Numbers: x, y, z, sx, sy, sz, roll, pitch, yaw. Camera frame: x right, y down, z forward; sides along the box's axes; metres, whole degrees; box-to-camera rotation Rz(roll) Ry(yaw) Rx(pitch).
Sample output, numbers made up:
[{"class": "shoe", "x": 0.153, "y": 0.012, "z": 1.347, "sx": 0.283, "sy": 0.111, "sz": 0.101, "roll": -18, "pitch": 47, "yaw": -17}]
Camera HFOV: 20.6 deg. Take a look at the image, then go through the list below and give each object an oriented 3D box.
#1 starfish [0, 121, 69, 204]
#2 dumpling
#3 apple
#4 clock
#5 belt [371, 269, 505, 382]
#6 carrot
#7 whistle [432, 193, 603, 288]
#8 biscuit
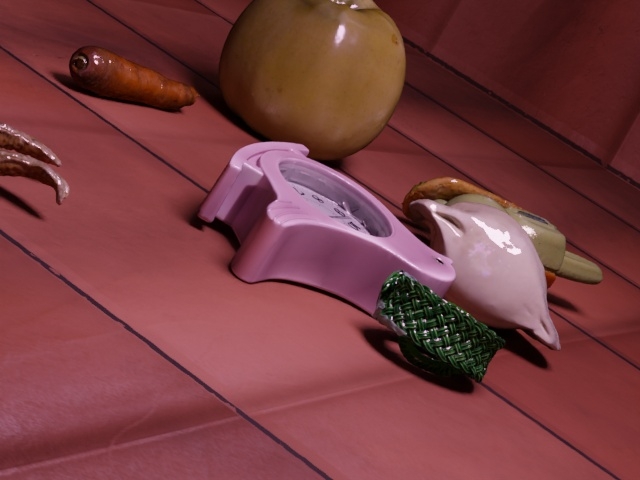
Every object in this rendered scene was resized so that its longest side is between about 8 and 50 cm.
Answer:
[{"class": "starfish", "x": -0.394, "y": -0.137, "z": 1.660, "sx": 0.327, "sy": 0.094, "sz": 0.375, "roll": 48, "pitch": 15, "yaw": 26}, {"class": "dumpling", "x": 0.207, "y": 0.041, "z": 2.171, "sx": 0.252, "sy": 0.131, "sz": 0.179, "roll": 42, "pitch": -7, "yaw": 6}, {"class": "apple", "x": -0.012, "y": -0.244, "z": 2.511, "sx": 0.262, "sy": 0.262, "sz": 0.262, "roll": 27, "pitch": 14, "yaw": -7}, {"class": "clock", "x": 0.000, "y": 0.000, "z": 1.952, "sx": 0.275, "sy": 0.080, "sz": 0.290, "roll": 37, "pitch": 20, "yaw": 15}, {"class": "belt", "x": 0.120, "y": 0.099, "z": 1.890, "sx": 0.151, "sy": 0.079, "sz": 0.121, "roll": 34, "pitch": 0, "yaw": -30}, {"class": "carrot", "x": -0.238, "y": -0.203, "z": 2.281, "sx": 0.059, "sy": 0.059, "sz": 0.248, "roll": 38, "pitch": 13, "yaw": 30}, {"class": "whistle", "x": 0.262, "y": 0.011, "z": 2.394, "sx": 0.288, "sy": 0.106, "sz": 0.131, "roll": 20, "pitch": 14, "yaw": -28}, {"class": "biscuit", "x": 0.223, "y": -0.027, "z": 2.467, "sx": 0.247, "sy": 0.118, "sz": 0.029, "roll": 23, "pitch": 58, "yaw": -31}]
